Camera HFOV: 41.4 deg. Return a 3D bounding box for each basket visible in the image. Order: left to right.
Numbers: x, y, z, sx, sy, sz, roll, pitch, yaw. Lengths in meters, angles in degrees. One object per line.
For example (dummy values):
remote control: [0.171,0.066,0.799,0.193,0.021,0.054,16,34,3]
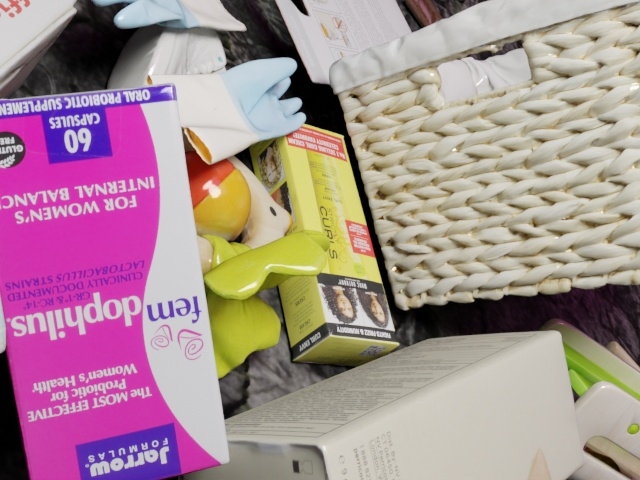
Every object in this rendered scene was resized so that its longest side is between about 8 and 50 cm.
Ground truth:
basket: [0.247,-0.101,0.868,0.331,0.328,0.266,-17,95,-51]

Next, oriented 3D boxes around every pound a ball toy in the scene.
pound a ball toy: [0.323,0.211,0.914,0.319,0.135,0.208,33,17,-22]

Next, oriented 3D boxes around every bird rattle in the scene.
bird rattle: [-0.118,-0.020,0.675,0.254,0.143,0.207,35,28,-1]

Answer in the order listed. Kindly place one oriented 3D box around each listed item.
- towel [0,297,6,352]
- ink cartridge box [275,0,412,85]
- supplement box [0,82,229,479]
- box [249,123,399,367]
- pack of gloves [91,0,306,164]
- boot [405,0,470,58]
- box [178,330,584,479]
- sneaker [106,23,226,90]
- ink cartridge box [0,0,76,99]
towel: [-0.336,-0.066,0.368,0.321,0.090,0.374,-11,82,-32]
ink cartridge box: [0.009,-0.271,1.011,0.239,0.060,0.275,-4,64,-45]
supplement box: [-0.133,0.027,0.502,0.111,0.114,0.219,-10,97,-19]
box: [0.000,0.000,0.788,0.087,0.058,0.232,13,52,-37]
pack of gloves: [-0.088,-0.173,0.720,0.195,0.046,0.232,55,24,-1]
boot: [0.178,-0.320,1.240,0.106,0.037,0.114,-16,68,-52]
box: [0.061,0.160,0.634,0.311,0.148,0.121,-11,90,-47]
sneaker: [-0.129,-0.169,0.787,0.094,0.080,0.212,42,36,-30]
ink cartridge box: [-0.331,-0.173,0.550,0.273,0.114,0.197,39,40,-14]
